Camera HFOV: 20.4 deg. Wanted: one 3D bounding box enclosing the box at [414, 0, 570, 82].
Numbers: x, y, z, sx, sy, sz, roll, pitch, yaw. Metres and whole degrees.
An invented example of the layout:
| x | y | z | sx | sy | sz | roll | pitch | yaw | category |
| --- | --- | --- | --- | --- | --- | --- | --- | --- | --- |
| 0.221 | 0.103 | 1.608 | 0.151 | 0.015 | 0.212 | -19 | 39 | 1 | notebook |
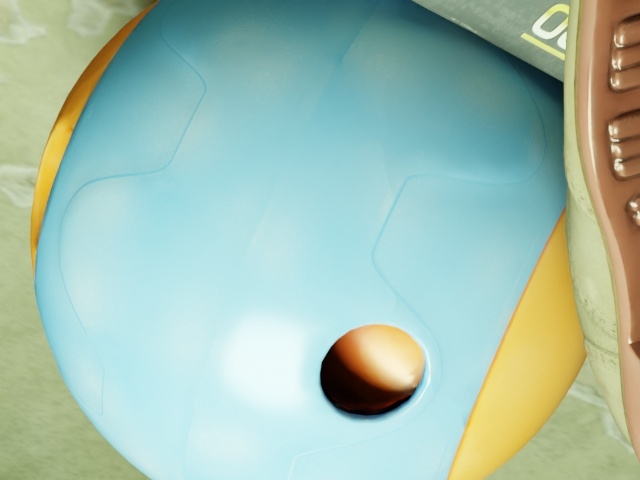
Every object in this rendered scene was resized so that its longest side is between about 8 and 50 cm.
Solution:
| x | y | z | sx | sy | sz | roll | pitch | yaw | category |
| --- | --- | --- | --- | --- | --- | --- | --- | --- | --- |
| 0.101 | -0.224 | 0.689 | 0.395 | 0.097 | 0.318 | 25 | 135 | -20 | box |

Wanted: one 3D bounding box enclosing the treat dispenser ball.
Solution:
| x | y | z | sx | sy | sz | roll | pitch | yaw | category |
| --- | --- | --- | --- | --- | --- | --- | --- | --- | --- |
| 0.000 | 0.000 | 0.886 | 0.288 | 0.288 | 0.288 | 8 | 145 | 5 | treat dispenser ball |

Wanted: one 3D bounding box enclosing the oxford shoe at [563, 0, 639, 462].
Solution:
| x | y | z | sx | sy | sz | roll | pitch | yaw | category |
| --- | --- | --- | --- | --- | --- | --- | --- | --- | --- |
| 0.138 | -0.049 | 0.727 | 0.123 | 0.130 | 0.348 | -13 | 120 | -14 | oxford shoe |
